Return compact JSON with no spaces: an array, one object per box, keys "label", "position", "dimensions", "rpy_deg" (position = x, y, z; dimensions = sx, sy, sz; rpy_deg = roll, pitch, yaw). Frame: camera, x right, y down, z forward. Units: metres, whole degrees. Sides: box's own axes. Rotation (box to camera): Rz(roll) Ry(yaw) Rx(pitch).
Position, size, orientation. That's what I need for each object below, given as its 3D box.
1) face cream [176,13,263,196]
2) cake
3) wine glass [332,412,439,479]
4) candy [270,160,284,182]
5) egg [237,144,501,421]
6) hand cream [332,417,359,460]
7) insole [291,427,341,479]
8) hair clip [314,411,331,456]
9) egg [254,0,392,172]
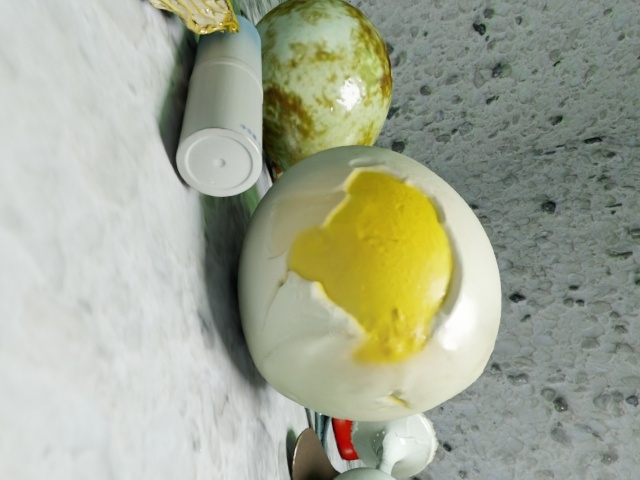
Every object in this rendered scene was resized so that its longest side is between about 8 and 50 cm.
[{"label":"face cream","position":[-0.099,-0.152,0.549],"dimensions":[0.250,0.077,0.077],"rpy_deg":[-96,172,-46]},{"label":"cake","position":[-0.124,-0.222,0.480],"dimensions":[0.185,0.079,0.116],"rpy_deg":[-109,-179,-55]},{"label":"wine glass","position":[0.070,0.338,0.700],"dimensions":[0.321,0.143,0.144],"rpy_deg":[-31,110,-68]},{"label":"candy","position":[-0.037,-0.060,1.035],"dimensions":[0.288,0.078,0.084],"rpy_deg":[78,21,-44]},{"label":"egg","position":[0.046,0.035,0.599],"dimensions":[0.345,0.282,0.283],"rpy_deg":[-98,174,-49]},{"label":"hand cream","position":[0.094,0.378,1.161],"dimensions":[0.193,0.125,0.193],"rpy_deg":[-12,90,-83]},{"label":"insole","position":[0.011,0.374,0.763],"dimensions":[0.111,0.007,0.328],"rpy_deg":[-69,150,-42]},{"label":"hair clip","position":[0.014,0.340,0.853],"dimensions":[0.039,0.070,0.230],"rpy_deg":[-89,175,-80]},{"label":"egg","position":[-0.006,-0.227,0.828],"dimensions":[0.238,0.238,0.290],"rpy_deg":[-93,180,-56]}]
